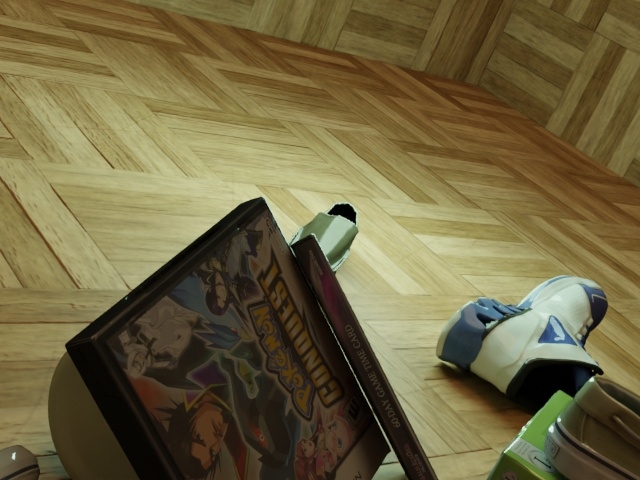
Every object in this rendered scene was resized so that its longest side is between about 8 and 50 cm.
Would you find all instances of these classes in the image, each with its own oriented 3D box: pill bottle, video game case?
[{"bbox_3d":[-0.102,0.137,0.900,0.153,0.153,0.265,34,23,25],"label":"pill bottle"},{"bbox_3d":[0.042,0.121,0.950,0.274,0.026,0.196,64,-3,0],"label":"video game case"},{"bbox_3d":[-0.055,0.135,0.798,0.248,0.035,0.274,-45,113,-52],"label":"video game case"}]

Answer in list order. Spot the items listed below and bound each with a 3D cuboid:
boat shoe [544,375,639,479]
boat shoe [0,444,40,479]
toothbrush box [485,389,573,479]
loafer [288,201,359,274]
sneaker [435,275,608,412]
[{"bbox_3d":[0.362,0.227,0.913,0.302,0.094,0.109,24,22,0],"label":"boat shoe"},{"bbox_3d":[-0.257,0.225,0.654,0.076,0.083,0.226,40,35,8],"label":"boat shoe"},{"bbox_3d":[0.308,0.300,0.982,0.283,0.122,0.206,31,23,20],"label":"toothbrush box"},{"bbox_3d":[0.000,0.000,1.418,0.094,0.087,0.251,25,21,3],"label":"loafer"},{"bbox_3d":[0.317,0.161,1.346,0.316,0.127,0.182,-10,42,-44],"label":"sneaker"}]
